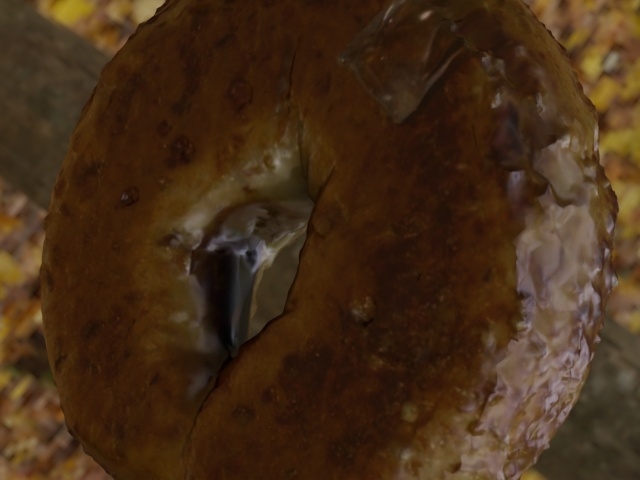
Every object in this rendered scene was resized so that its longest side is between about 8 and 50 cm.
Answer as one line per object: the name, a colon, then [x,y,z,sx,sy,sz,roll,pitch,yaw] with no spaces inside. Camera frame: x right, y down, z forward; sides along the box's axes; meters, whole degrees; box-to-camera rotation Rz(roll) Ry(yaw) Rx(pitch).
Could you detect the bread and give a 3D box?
bread: [0.000,0.000,0.559,0.193,0.193,0.064,-56,144,8]
